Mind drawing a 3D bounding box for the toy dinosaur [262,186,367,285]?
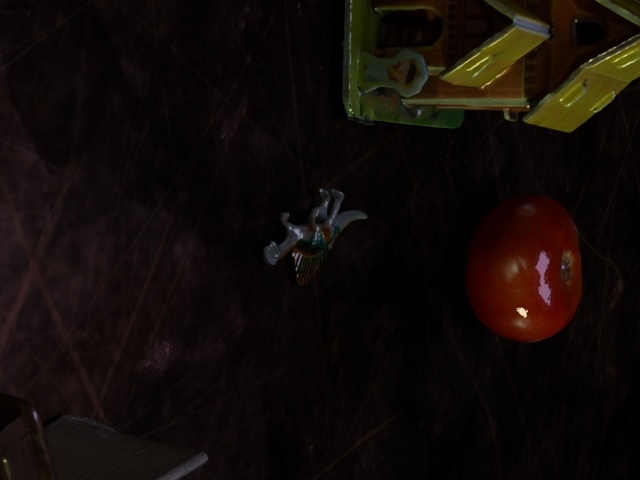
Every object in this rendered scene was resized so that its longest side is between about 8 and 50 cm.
[{"bbox_3d":[-0.003,-0.001,1.507,0.106,0.044,0.187,-68,161,-4],"label":"toy dinosaur"}]

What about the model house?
[{"bbox_3d":[0.230,-0.291,1.586,0.300,0.324,0.340,-1,95,-60],"label":"model house"}]

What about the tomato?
[{"bbox_3d":[0.266,0.037,1.871,0.195,0.136,0.195,-2,92,-60],"label":"tomato"}]

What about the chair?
[{"bbox_3d":[-0.234,0.169,1.009,0.319,0.160,0.186,-45,132,-46],"label":"chair"}]
